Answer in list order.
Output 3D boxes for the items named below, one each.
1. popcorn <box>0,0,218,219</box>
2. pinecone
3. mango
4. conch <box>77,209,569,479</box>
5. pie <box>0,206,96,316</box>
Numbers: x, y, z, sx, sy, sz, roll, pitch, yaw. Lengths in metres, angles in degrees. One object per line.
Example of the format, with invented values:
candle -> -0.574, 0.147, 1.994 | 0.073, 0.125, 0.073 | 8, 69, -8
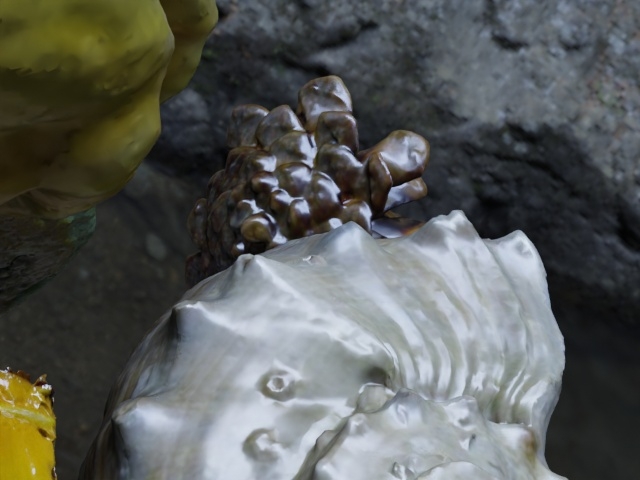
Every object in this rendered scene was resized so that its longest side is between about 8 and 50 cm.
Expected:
popcorn -> -0.181, -0.143, 0.463 | 0.297, 0.281, 0.316 | 63, 20, 16
pinecone -> 0.002, 0.001, 0.913 | 0.201, 0.229, 0.202 | 31, 35, -33
mango -> -0.305, 0.147, 0.842 | 0.252, 0.154, 0.126 | 14, 50, -34
conch -> -0.019, 0.105, 0.583 | 0.210, 0.352, 0.297 | 41, 64, -29
pie -> -0.345, 0.017, 1.093 | 0.302, 0.302, 0.067 | -10, 63, -51
